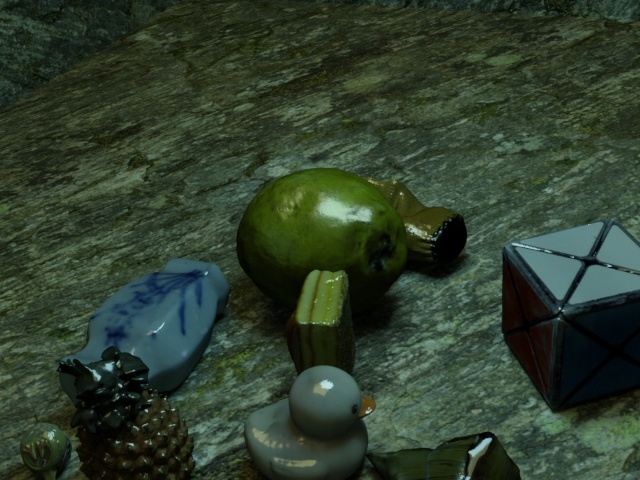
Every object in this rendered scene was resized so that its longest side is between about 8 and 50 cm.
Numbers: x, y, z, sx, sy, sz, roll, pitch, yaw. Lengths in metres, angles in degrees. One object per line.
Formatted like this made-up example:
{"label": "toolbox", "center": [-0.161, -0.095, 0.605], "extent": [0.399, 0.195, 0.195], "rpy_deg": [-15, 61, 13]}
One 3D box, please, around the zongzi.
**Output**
{"label": "zongzi", "center": [0.161, 0.464, 1.409], "extent": [0.300, 0.138, 0.286], "rpy_deg": [-7, 41, 37]}

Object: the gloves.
{"label": "gloves", "center": [0.187, -0.036, 2.073], "extent": [0.356, 0.155, 0.203], "rpy_deg": [26, 57, 32]}

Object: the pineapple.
{"label": "pineapple", "center": [-0.359, 0.316, 1.515], "extent": [0.223, 0.357, 0.223], "rpy_deg": [-8, 36, 6]}

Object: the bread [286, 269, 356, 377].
{"label": "bread", "center": [0.005, 0.199, 1.706], "extent": [0.110, 0.234, 0.184], "rpy_deg": [1, 35, 11]}

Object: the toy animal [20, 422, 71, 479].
{"label": "toy animal", "center": [-0.532, 0.424, 1.657], "extent": [0.098, 0.137, 0.098], "rpy_deg": [-20, -6, -2]}

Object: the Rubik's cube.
{"label": "Rubik's cube", "center": [0.520, 0.140, 1.662], "extent": [0.260, 0.259, 0.255], "rpy_deg": [-11, 35, -9]}

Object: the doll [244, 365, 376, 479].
{"label": "doll", "center": [-0.020, 0.330, 1.545], "extent": [0.251, 0.221, 0.221], "rpy_deg": [-7, 34, 8]}

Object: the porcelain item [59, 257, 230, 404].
{"label": "porcelain item", "center": [-0.368, 0.204, 1.836], "extent": [0.242, 0.178, 0.405], "rpy_deg": [8, 34, 26]}

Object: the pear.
{"label": "pear", "center": [0.000, 0.000, 1.885], "extent": [0.413, 0.352, 0.352], "rpy_deg": [-5, 31, 38]}
